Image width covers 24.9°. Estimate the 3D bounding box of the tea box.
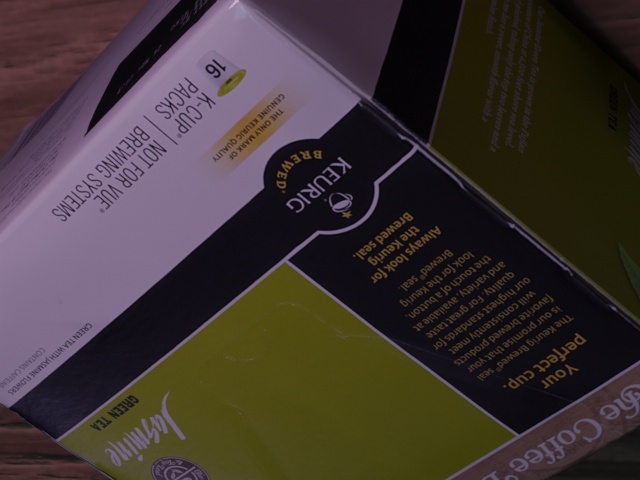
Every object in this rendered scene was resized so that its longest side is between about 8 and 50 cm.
[{"bbox_3d":[0.000,0.000,0.851,0.323,0.220,0.329,39,128,-18],"label":"tea box"}]
